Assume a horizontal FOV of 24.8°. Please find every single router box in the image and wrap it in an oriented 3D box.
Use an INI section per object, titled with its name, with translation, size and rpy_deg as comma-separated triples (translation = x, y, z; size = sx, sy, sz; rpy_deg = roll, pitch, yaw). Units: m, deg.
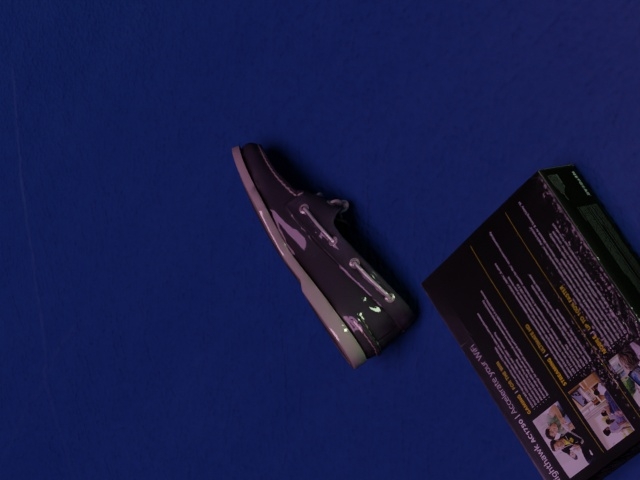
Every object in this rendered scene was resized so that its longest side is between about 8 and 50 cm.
[router box]
translation = 0.160, 0.060, 0.958
size = 0.133, 0.046, 0.179
rpy_deg = -46, 66, 38

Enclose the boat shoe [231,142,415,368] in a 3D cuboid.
[boat shoe]
translation = 0.000, 0.000, 1.104
size = 0.065, 0.075, 0.206
rpy_deg = -31, 64, -3
